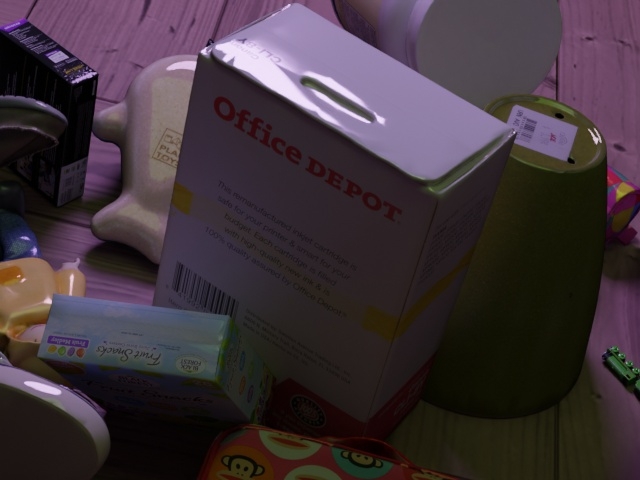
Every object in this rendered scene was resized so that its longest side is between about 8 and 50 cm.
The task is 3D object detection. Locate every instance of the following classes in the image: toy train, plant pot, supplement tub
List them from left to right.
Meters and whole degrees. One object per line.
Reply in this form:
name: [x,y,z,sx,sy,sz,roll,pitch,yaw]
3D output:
supplement tub: [0.162,-0.316,1.981,0.235,0.235,0.325,-1,26,-19]
plant pot: [0.201,-0.004,1.635,0.275,0.293,0.275,9,40,-7]
toy train: [0.356,0.154,1.717,0.024,0.017,0.083,-24,52,-24]

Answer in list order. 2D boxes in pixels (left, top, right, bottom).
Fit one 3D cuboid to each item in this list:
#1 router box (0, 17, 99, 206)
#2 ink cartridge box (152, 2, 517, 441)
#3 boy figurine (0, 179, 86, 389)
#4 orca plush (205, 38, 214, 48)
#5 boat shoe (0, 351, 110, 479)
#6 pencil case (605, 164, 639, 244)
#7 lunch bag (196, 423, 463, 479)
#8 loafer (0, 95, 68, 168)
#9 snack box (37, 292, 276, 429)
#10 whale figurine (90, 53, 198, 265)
router box: [-0.324,-0.147,1.725,0.133,0.179,0.046,37,44,24]
ink cartridge box: [0.000,0.000,1.495,0.279,0.384,0.160,32,42,19]
boy figurine: [-0.327,0.058,1.557,0.177,0.092,0.285,-5,40,-26]
orca plush: [-0.017,-0.220,1.968,0.287,0.102,0.151,22,40,8]
boat shoe: [-0.328,0.128,1.401,0.340,0.127,0.158,10,30,18]
pencil case: [0.305,-0.083,1.921,0.104,0.104,0.236,-27,57,-39]
lunch bag: [0.015,0.282,1.378,0.293,0.120,0.258,16,39,2]
loafer: [-0.392,-0.090,1.660,0.251,0.094,0.087,-15,67,21]
snack box: [-0.150,0.122,1.418,0.174,0.207,0.070,6,69,14]
whale figurine: [-0.175,-0.087,1.767,0.216,0.141,0.272,23,64,-2]
